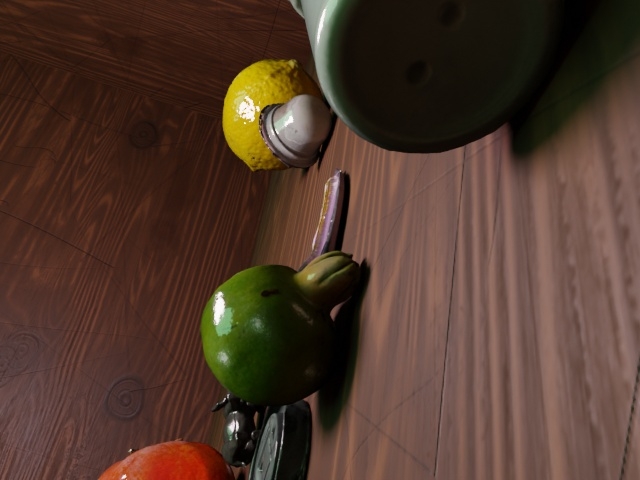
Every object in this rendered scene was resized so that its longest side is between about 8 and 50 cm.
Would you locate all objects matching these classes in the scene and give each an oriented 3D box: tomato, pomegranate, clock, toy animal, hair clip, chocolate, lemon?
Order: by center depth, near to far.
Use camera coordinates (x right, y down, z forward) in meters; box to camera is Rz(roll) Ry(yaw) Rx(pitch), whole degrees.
[{"bbox_3d":[-0.037,0.132,0.801,0.159,0.240,0.190,49,156,38],"label":"pomegranate"},{"bbox_3d":[-0.068,0.351,0.887,0.226,0.048,0.226,-164,90,-79],"label":"clock"},{"bbox_3d":[0.001,-0.001,1.044,0.110,0.095,0.359,65,-145,-46],"label":"hair clip"},{"bbox_3d":[-0.183,0.384,1.284,0.146,0.114,0.245,117,166,-46],"label":"toy animal"},{"bbox_3d":[-0.346,0.602,1.288,0.293,0.325,0.290,-54,47,38],"label":"tomato"},{"bbox_3d":[-0.038,-0.304,1.509,0.147,0.221,0.221,-27,40,37],"label":"chocolate"},{"bbox_3d":[-0.143,-0.377,1.748,0.336,0.335,0.336,-164,90,-80],"label":"lemon"}]

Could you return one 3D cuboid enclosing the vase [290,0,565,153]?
[{"bbox_3d":[0.082,-0.228,0.504,0.291,0.244,0.245,-99,25,-48],"label":"vase"}]
